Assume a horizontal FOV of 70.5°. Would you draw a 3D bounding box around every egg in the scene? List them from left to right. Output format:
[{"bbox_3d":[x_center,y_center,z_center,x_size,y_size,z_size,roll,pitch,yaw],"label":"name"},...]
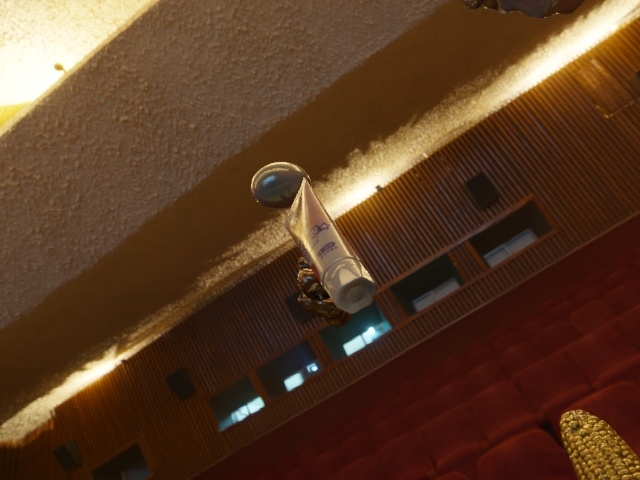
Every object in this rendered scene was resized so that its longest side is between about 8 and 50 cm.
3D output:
[{"bbox_3d":[-0.088,-0.123,1.009,0.135,0.103,0.103,-11,-36,-14],"label":"egg"}]

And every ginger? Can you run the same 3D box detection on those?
[{"bbox_3d":[0.000,0.112,0.903,0.073,0.103,0.162,-36,-78,7],"label":"ginger"}]

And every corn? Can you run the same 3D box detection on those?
[{"bbox_3d":[0.511,0.427,0.759,0.119,0.322,0.119,0,-64,0],"label":"corn"}]

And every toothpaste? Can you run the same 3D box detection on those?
[{"bbox_3d":[0.000,0.000,0.469,0.042,0.194,0.067,13,-67,-28],"label":"toothpaste"}]

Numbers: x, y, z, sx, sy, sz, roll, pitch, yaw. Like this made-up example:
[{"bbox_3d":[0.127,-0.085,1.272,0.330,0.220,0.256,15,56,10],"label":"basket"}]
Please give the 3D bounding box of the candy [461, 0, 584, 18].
[{"bbox_3d":[0.257,-0.365,0.503,0.184,0.137,0.195,-30,-49,-27],"label":"candy"}]
